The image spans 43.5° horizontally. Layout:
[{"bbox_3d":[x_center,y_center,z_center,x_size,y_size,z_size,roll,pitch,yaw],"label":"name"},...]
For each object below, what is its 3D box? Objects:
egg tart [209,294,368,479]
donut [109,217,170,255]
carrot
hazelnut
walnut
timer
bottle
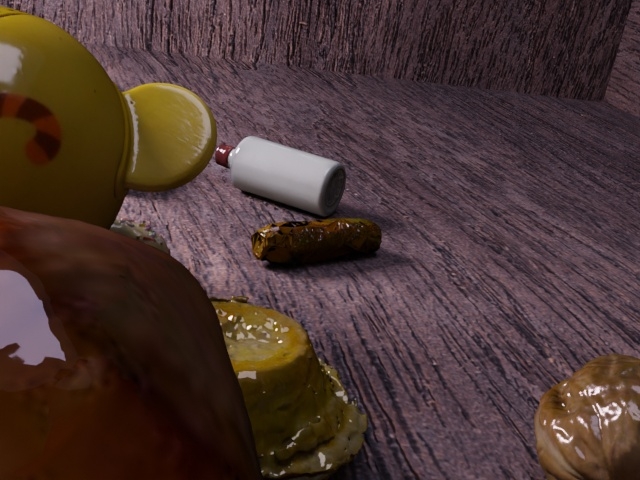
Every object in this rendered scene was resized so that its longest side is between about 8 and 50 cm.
[{"bbox_3d":[-0.093,0.134,0.774,0.294,0.116,0.295,10,19,-4],"label":"egg tart"},{"bbox_3d":[-0.248,0.021,1.059,0.108,0.065,0.166,4,22,-17],"label":"donut"},{"bbox_3d":[0.000,-0.001,1.234,0.228,0.069,0.069,-5,25,-36],"label":"carrot"},{"bbox_3d":[-0.203,0.152,0.454,0.372,0.315,0.372,-21,25,10],"label":"hazelnut"},{"bbox_3d":[0.278,0.186,0.752,0.155,0.156,0.184,13,18,7],"label":"walnut"},{"bbox_3d":[-0.356,-0.081,0.937,0.386,0.376,0.376,27,23,6],"label":"timer"},{"bbox_3d":[-0.082,-0.125,1.454,0.245,0.104,0.104,18,23,22],"label":"bottle"}]
